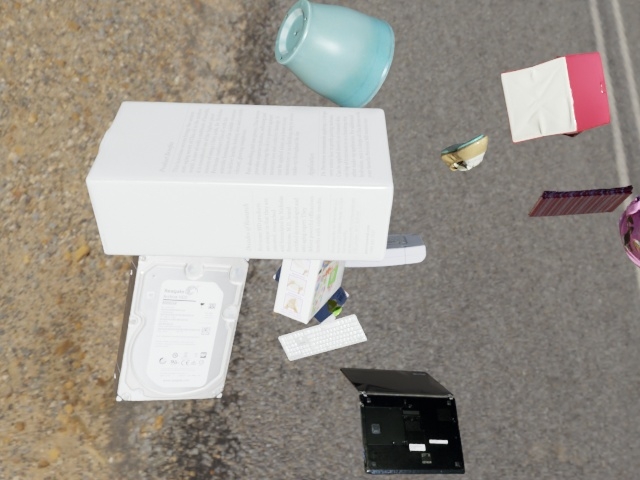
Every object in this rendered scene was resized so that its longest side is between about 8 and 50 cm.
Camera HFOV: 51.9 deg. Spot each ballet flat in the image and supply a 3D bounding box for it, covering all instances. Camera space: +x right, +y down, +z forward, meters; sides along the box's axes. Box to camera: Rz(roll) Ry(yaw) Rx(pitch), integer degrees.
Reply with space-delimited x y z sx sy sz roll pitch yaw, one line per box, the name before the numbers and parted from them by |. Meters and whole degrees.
ballet flat | 0.378 -0.219 1.679 0.080 0.232 0.073 -29 95 -6

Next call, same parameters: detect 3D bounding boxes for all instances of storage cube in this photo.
storage cube | 0.605 -0.364 1.690 0.193 0.183 0.215 -18 99 -41

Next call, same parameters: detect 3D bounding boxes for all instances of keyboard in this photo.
keyboard | 0.001 0.249 1.673 0.072 0.256 0.014 61 35 -11

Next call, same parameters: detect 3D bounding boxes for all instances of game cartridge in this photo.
game cartridge | 0.154 0.028 1.933 0.198 0.297 0.062 -82 169 -72

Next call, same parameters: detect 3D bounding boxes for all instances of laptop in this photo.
laptop | 0.178 0.402 1.493 0.234 0.137 0.265 5 61 -16

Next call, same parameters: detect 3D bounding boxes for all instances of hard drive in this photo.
hard drive | -0.294 0.175 1.388 0.236 0.064 0.339 6 104 -29

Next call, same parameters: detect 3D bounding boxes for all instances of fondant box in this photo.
fondant box | 0.000 0.000 1.585 0.238 0.096 0.331 -41 145 -61

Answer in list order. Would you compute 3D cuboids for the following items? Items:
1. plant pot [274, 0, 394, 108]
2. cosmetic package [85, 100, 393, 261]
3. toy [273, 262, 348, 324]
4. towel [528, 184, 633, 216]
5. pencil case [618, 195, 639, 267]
plant pot | 0.023 -0.531 1.831 0.255 0.271 0.272 15 65 -31
cosmetic package | -0.118 -0.100 1.086 0.452 0.162 0.230 2 42 0
toy | -0.034 0.139 1.938 0.237 0.056 0.137 44 58 -17
towel | 0.805 -0.119 2.049 0.274 0.199 0.031 -3 73 5
pencil case | 0.870 -0.042 1.444 0.385 0.167 0.160 -9 38 -6
